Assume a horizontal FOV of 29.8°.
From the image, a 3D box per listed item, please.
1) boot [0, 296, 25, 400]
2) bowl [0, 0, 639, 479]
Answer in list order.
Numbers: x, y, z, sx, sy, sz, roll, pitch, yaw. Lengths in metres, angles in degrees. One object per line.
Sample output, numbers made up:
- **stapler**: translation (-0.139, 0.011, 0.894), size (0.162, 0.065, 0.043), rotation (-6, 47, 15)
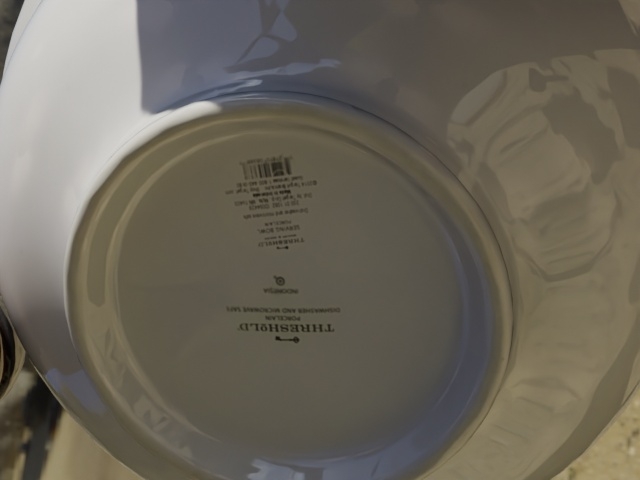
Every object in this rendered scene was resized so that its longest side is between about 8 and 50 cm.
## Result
- **boot**: translation (-0.222, 0.101, 0.371), size (0.096, 0.264, 0.280), rotation (60, 177, 0)
- **bowl**: translation (0.000, 0.000, 0.428), size (0.134, 0.298, 0.297), rotation (-66, -7, -65)
